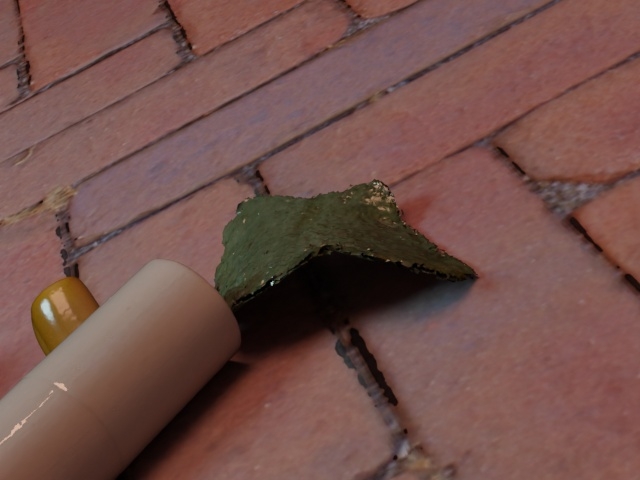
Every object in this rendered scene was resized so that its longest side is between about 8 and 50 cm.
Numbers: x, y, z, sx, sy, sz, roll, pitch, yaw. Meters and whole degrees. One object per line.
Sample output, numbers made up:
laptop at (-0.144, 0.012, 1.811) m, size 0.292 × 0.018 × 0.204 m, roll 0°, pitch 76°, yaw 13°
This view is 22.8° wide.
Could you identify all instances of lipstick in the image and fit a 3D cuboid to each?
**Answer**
lipstick at (-0.182, 0.143, 0.975) m, size 0.087 × 0.087 × 0.327 m, roll 2°, pitch 39°, yaw 46°

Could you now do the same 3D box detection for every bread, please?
bread at (-0.169, 0.080, 1.137) m, size 0.049 × 0.103 × 0.062 m, roll -27°, pitch -20°, yaw -23°

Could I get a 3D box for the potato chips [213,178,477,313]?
potato chips at (0.003, 0.008, 1.085) m, size 0.228 × 0.059 × 0.167 m, roll -11°, pitch 20°, yaw 31°
